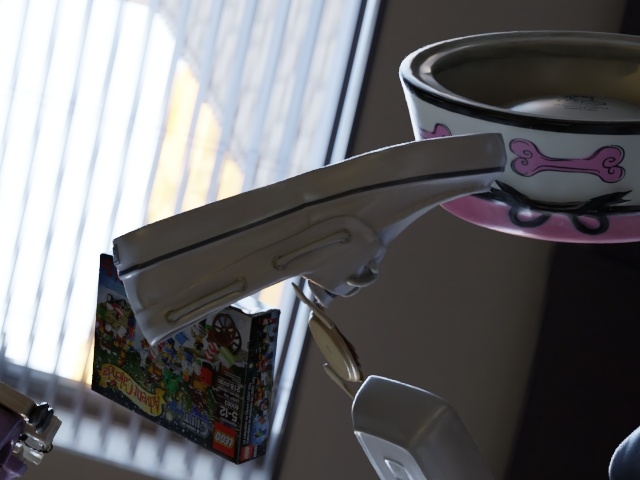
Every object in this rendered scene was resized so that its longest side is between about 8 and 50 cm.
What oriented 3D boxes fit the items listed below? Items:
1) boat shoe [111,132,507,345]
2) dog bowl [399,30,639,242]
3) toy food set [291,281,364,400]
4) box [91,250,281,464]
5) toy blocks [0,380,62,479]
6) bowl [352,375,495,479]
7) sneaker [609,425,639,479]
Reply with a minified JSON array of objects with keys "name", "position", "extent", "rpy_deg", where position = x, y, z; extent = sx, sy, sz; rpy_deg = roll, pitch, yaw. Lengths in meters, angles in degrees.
[{"name":"boat shoe","position":[0.000,0.000,0.954],"extent":[0.095,0.258,0.084],"rpy_deg":[2,-109,-82]},{"name":"dog bowl","position":[0.292,-0.123,1.712],"extent":[0.408,0.408,0.150],"rpy_deg":[-57,-30,-66]},{"name":"toy food set","position":[0.026,0.147,2.193],"extent":[0.038,0.132,0.192],"rpy_deg":[-32,-50,-14]},{"name":"box","position":[-0.144,0.115,1.554],"extent":[0.044,0.233,0.159],"rpy_deg":[-11,-67,-47]},{"name":"toy blocks","position":[-0.414,0.196,1.282],"extent":[0.260,0.309,0.288],"rpy_deg":[-59,-7,-16]},{"name":"bowl","position":[0.092,0.203,1.414],"extent":[0.053,0.142,0.142],"rpy_deg":[-41,-61,-23]},{"name":"sneaker","position":[0.368,0.129,1.392],"extent":[0.350,0.148,0.131],"rpy_deg":[-43,25,37]}]
